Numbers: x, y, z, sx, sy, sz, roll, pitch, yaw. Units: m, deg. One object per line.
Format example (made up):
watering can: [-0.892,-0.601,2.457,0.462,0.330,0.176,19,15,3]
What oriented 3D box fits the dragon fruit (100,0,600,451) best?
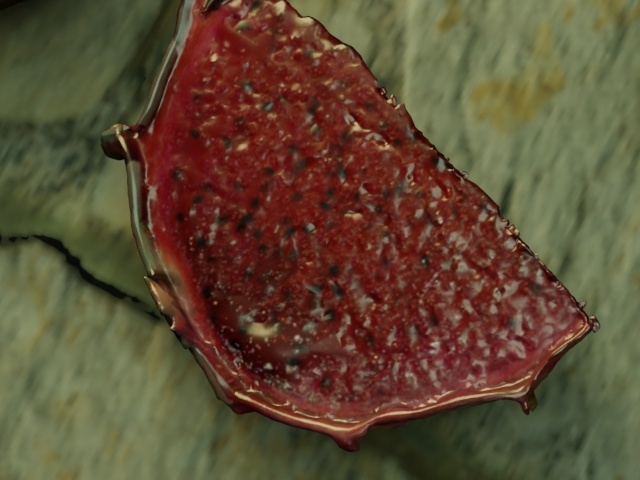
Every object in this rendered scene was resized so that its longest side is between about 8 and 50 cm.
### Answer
dragon fruit: [-0.002,0.006,0.946,0.161,0.126,0.274,-43,74,0]

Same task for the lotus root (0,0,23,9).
lotus root: [-0.156,-0.206,0.963,0.128,0.145,0.260,20,73,25]
